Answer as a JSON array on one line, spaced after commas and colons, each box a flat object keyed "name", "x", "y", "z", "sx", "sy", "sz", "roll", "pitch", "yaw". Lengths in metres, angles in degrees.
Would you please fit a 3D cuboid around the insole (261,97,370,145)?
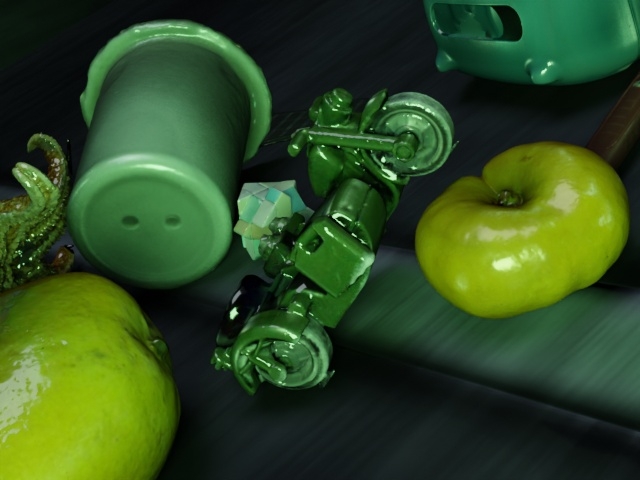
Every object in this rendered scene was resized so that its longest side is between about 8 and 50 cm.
[{"name": "insole", "x": -0.060, "y": -0.157, "z": 1.460, "sx": 0.310, "sy": 0.012, "sz": 0.110, "roll": -5, "pitch": 32, "yaw": 39}]

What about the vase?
[{"name": "vase", "x": -0.177, "y": -0.090, "z": 1.228, "sx": 0.245, "sy": 0.245, "sz": 0.291, "roll": -20, "pitch": 35, "yaw": 13}]

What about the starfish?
[{"name": "starfish", "x": -0.349, "y": 0.006, "z": 1.170, "sx": 0.113, "sy": 0.312, "sz": 0.303, "roll": 26, "pitch": 58, "yaw": 5}]

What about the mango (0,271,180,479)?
[{"name": "mango", "x": -0.263, "y": 0.174, "z": 0.828, "sx": 0.253, "sy": 0.182, "sz": 0.365, "roll": 1, "pitch": 36, "yaw": 43}]

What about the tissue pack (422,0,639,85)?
[{"name": "tissue pack", "x": 0.244, "y": -0.281, "z": 1.188, "sx": 0.206, "sy": 0.198, "sz": 0.287, "roll": -34, "pitch": 29, "yaw": -20}]

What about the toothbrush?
[{"name": "toothbrush", "x": 0.337, "y": -0.159, "z": 1.056, "sx": 0.041, "sy": 0.040, "sz": 0.364, "roll": -1, "pitch": 36, "yaw": 43}]

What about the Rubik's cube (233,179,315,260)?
[{"name": "Rubik's cube", "x": -0.052, "y": -0.023, "z": 1.124, "sx": 0.084, "sy": 0.075, "sz": 0.073, "roll": -16, "pitch": 25, "yaw": 19}]

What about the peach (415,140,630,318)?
[{"name": "peach", "x": 0.164, "y": -0.011, "z": 0.866, "sx": 0.179, "sy": 0.103, "sz": 0.179, "roll": -23, "pitch": 23, "yaw": 10}]

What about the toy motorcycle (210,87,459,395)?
[{"name": "toy motorcycle", "x": 0.000, "y": 0.000, "z": 0.898, "sx": 0.275, "sy": 0.127, "sz": 0.205, "roll": -60, "pitch": 2, "yaw": 36}]
